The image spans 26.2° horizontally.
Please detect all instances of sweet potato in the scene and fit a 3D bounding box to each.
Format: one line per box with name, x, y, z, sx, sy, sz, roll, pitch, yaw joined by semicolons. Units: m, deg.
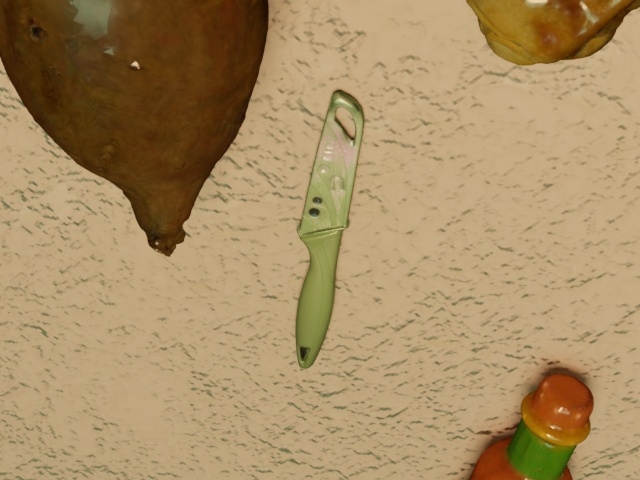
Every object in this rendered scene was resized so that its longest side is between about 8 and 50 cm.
sweet potato;-0.093;-0.152;0.633;0.158;0.157;0.369;8;136;5

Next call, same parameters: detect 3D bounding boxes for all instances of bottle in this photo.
bottle;0.128;0.161;0.878;0.069;0.069;0.187;17;126;-2

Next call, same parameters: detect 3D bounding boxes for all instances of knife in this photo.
knife;0.000;0.000;0.812;0.030;0.014;0.207;12;128;2

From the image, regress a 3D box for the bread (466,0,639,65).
bread;0.199;-0.197;0.573;0.367;0.084;0.077;-39;79;35
